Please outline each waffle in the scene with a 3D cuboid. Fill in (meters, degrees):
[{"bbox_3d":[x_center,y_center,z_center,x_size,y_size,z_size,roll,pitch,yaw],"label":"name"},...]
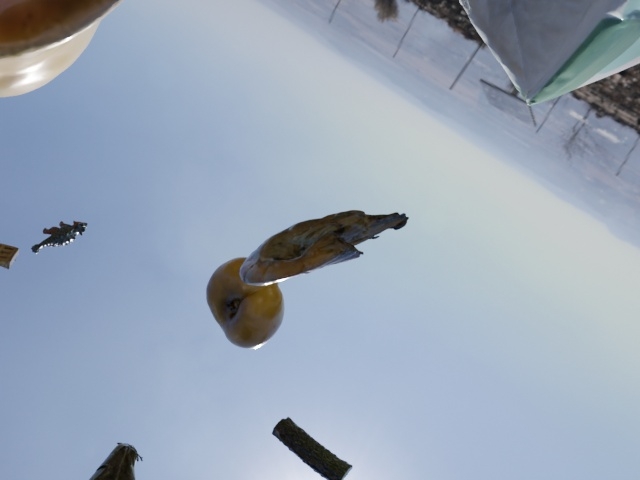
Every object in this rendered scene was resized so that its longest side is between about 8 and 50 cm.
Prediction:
[{"bbox_3d":[-0.698,0.024,1.062,0.135,0.021,0.092,17,-159,-20],"label":"waffle"}]

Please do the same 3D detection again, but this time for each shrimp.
[{"bbox_3d":[-0.006,0.007,0.735,0.145,0.254,0.059,-55,-52,-63],"label":"shrimp"}]

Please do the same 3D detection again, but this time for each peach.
[{"bbox_3d":[-0.143,0.120,1.010,0.179,0.179,0.103,40,-151,24],"label":"peach"}]

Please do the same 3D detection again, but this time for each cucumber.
[{"bbox_3d":[-0.023,0.444,1.097,0.187,0.058,0.058,28,-167,28],"label":"cucumber"}]

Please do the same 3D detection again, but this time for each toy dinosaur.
[{"bbox_3d":[-0.591,-0.009,1.180,0.055,0.049,0.154,9,-152,20],"label":"toy dinosaur"}]

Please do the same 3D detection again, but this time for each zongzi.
[{"bbox_3d":[-0.314,0.401,0.861,0.119,0.055,0.109,26,-147,4],"label":"zongzi"}]

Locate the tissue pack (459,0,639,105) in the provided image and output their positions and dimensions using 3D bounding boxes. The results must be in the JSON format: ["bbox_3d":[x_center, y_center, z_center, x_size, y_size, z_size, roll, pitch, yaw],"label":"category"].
[{"bbox_3d":[0.337,-0.310,0.485,0.356,0.266,0.194,-24,-105,-20],"label":"tissue pack"}]

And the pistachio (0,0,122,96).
[{"bbox_3d":[-0.187,-0.198,0.238,0.238,0.321,0.229,42,-170,1],"label":"pistachio"}]
